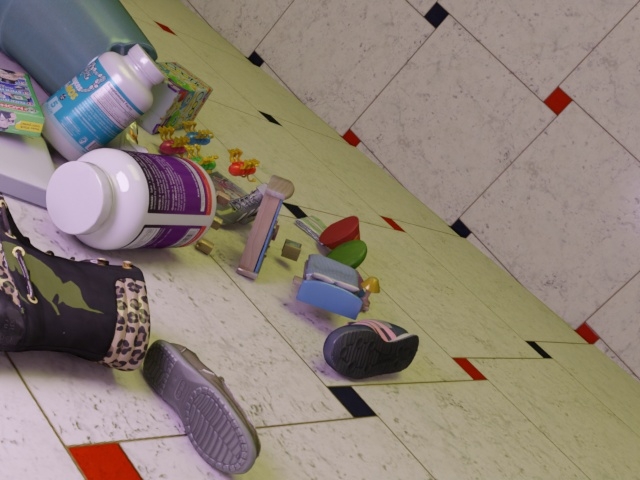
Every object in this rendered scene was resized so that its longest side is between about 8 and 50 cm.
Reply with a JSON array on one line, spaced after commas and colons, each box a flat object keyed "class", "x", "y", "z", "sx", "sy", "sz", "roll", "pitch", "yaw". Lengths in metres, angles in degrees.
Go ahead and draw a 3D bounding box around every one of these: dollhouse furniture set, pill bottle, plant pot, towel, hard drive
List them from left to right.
[{"class": "hard drive", "x": -0.602, "y": -0.176, "z": 1.634, "sx": 0.203, "sy": 0.040, "sz": 0.307, "roll": 22, "pitch": 21, "yaw": -37}, {"class": "plant pot", "x": -0.585, "y": -0.484, "z": 2.086, "sx": 0.334, "sy": 0.341, "sz": 0.341, "roll": 48, "pitch": 19, "yaw": 14}, {"class": "pill bottle", "x": -0.451, "y": -0.290, "z": 1.812, "sx": 0.146, "sy": 0.264, "sz": 0.146, "roll": 51, "pitch": 1, "yaw": -1}, {"class": "pill bottle", "x": -0.344, "y": -0.074, "z": 1.607, "sx": 0.181, "sy": 0.181, "sz": 0.323, "roll": 41, "pitch": 17, "yaw": 20}, {"class": "towel", "x": -0.005, "y": -0.033, "z": 2.457, "sx": 0.113, "sy": 0.023, "sz": 0.152, "roll": 39, "pitch": 16, "yaw": 9}, {"class": "dollhouse furniture set", "x": 0.000, "y": 0.000, "z": 1.946, "sx": 0.303, "sy": 0.198, "sz": 0.286, "roll": 21, "pitch": 17, "yaw": -3}]

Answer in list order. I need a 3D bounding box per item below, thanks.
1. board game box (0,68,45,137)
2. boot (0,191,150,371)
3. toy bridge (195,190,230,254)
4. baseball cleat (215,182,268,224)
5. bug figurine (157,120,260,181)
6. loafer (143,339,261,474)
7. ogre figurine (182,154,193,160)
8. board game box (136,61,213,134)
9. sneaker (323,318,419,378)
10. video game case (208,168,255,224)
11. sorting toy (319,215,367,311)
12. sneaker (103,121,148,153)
[{"class": "board game box", "x": -0.691, "y": -0.282, "z": 1.619, "sx": 0.317, "sy": 0.046, "sz": 0.213, "roll": 8, "pitch": 29, "yaw": -32}, {"class": "boot", "x": -0.410, "y": 0.032, "z": 1.251, "sx": 0.284, "sy": 0.138, "sz": 0.377, "roll": 20, "pitch": 26, "yaw": -39}, {"class": "toy bridge", "x": -0.245, "y": -0.047, "z": 1.896, "sx": 0.063, "sy": 0.026, "sz": 0.188, "roll": 30, "pitch": 38, "yaw": -15}, {"class": "baseball cleat", "x": -0.177, "y": -0.094, "z": 2.075, "sx": 0.072, "sy": 0.109, "sz": 0.206, "roll": 50, "pitch": 32, "yaw": 17}, {"class": "bug figurine", "x": -0.299, "y": -0.227, "z": 2.265, "sx": 0.279, "sy": 0.072, "sz": 0.216, "roll": 34, "pitch": 26, "yaw": 34}, {"class": "loafer", "x": -0.158, "y": 0.232, "z": 1.267, "sx": 0.087, "sy": 0.094, "sz": 0.251, "roll": 7, "pitch": 32, "yaw": -51}, {"class": "ogre figurine", "x": -0.318, "y": -0.124, "z": 1.936, "sx": 0.197, "sy": 0.097, "sz": 0.118, "roll": -7, "pitch": 79, "yaw": -49}, {"class": "board game box", "x": -0.432, "y": -0.400, "z": 2.427, "sx": 0.144, "sy": 0.142, "sz": 0.275, "roll": 36, "pitch": 16, "yaw": 3}, {"class": "sneaker", "x": 0.077, "y": 0.215, "z": 1.815, "sx": 0.131, "sy": 0.112, "sz": 0.319, "roll": 25, "pitch": 6, "yaw": 34}, {"class": "video game case", "x": -0.240, "y": -0.119, "z": 2.228, "sx": 0.201, "sy": 0.023, "sz": 0.183, "roll": 37, "pitch": 16, "yaw": 5}, {"class": "sorting toy", "x": 0.083, "y": 0.071, "z": 2.250, "sx": 0.126, "sy": 0.127, "sz": 0.365, "roll": 59, "pitch": 10, "yaw": -25}, {"class": "sneaker", "x": -0.449, "y": -0.184, "z": 1.915, "sx": 0.121, "sy": 0.099, "sz": 0.262, "roll": -7, "pitch": 46, "yaw": -27}]
